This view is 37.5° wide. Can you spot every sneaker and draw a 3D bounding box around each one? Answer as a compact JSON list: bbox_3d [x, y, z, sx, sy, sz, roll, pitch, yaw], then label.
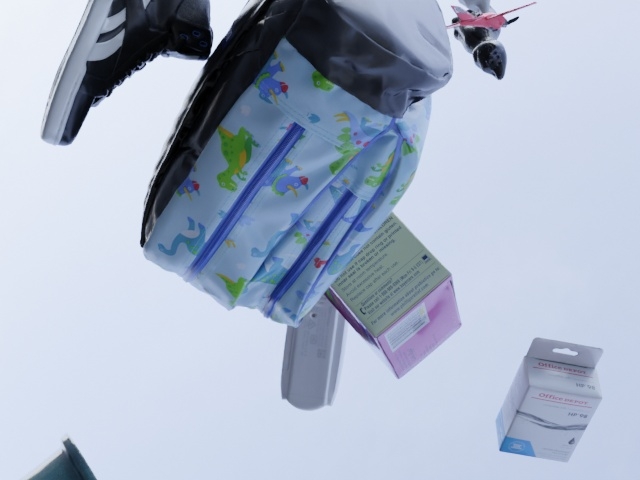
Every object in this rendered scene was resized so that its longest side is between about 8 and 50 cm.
[{"bbox_3d":[-0.165,-0.170,0.865,0.079,0.121,0.217,-8,-119,65],"label":"sneaker"}]

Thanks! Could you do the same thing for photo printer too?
[{"bbox_3d":[-0.004,0.178,1.749,0.307,0.107,0.256,76,22,-83],"label":"photo printer"}]

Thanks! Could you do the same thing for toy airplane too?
[{"bbox_3d":[0.237,-0.322,1.375,0.151,0.151,0.028,-7,-91,47],"label":"toy airplane"}]

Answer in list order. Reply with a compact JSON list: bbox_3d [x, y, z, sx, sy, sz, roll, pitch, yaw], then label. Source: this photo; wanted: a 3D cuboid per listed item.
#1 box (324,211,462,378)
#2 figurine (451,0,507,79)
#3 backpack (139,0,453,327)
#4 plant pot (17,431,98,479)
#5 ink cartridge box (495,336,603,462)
[{"bbox_3d":[0.052,0.029,1.197,0.117,0.213,0.243,-39,-113,-5],"label":"box"},{"bbox_3d":[0.287,-0.425,1.739,0.092,0.215,0.209,-19,-145,8],"label":"figurine"},{"bbox_3d":[-0.029,-0.089,0.881,0.355,0.273,0.290,-39,-158,24],"label":"backpack"},{"bbox_3d":[-0.311,0.426,0.937,0.334,0.341,0.341,-31,-143,-20],"label":"plant pot"},{"bbox_3d":[0.318,0.222,1.303,0.060,0.104,0.180,-83,-176,-50],"label":"ink cartridge box"}]
